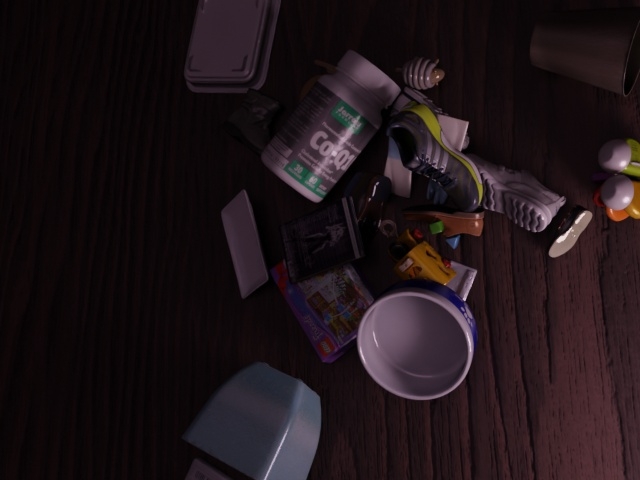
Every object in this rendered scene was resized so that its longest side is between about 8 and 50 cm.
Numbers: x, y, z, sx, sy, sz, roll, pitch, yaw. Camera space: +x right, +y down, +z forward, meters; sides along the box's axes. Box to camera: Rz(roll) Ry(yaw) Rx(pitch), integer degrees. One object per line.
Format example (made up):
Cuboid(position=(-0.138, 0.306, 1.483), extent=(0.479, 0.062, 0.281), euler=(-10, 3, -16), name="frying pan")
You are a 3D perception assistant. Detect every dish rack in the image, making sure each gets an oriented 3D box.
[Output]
Cuboid(position=(-0.274, -0.605, 2.199), extent=(0.286, 0.072, 0.332), euler=(6, 81, 27), name="dish rack")

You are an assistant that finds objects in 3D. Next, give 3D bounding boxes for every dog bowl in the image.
Cuboid(position=(0.222, 0.225, 1.706), extent=(0.265, 0.104, 0.264), euler=(6, 108, 20), name="dog bowl")

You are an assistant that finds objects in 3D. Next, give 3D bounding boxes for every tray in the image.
Cuboid(position=(-0.200, 0.010, 2.029), extent=(0.145, 0.030, 0.270), euler=(-38, 62, 48), name="tray")

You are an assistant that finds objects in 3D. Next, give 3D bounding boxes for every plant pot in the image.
Cuboid(position=(-0.133, 0.446, 1.818), extent=(0.247, 0.248, 0.252), euler=(20, 72, 28), name="plant pot")

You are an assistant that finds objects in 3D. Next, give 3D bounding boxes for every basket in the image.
Cuboid(position=(0.610, -0.446, 1.704), extent=(0.227, 0.154, 0.204), euler=(16, 88, 31), name="basket")

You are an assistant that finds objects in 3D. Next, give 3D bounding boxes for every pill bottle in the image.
Cuboid(position=(0.028, -0.294, 1.911), extent=(0.204, 0.204, 0.361), euler=(42, 99, 26), name="pill bottle")

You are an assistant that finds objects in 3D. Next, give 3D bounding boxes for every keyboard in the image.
Cuboid(position=(0.297, 0.177, 1.793), extent=(0.072, 0.014, 0.255), euler=(22, 88, 33), name="keyboard")

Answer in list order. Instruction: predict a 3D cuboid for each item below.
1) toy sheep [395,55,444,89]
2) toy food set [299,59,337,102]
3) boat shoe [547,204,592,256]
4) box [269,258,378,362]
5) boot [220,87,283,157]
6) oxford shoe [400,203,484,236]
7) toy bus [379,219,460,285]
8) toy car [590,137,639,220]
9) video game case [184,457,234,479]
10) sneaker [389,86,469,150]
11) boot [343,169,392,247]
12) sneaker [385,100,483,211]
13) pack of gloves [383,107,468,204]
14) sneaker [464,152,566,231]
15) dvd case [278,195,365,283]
Cuboid(position=(0.254, -0.429, 1.903), extent=(0.132, 0.091, 0.091), euler=(11, 84, 31), name="toy sheep")
Cuboid(position=(0.000, -0.391, 2.045), extent=(0.132, 0.039, 0.192), euler=(32, 104, 33), name="toy food set")
Cuboid(position=(0.561, -0.020, 1.694), extent=(0.133, 0.049, 0.042), euler=(-56, 30, 15), name="boat shoe")
Cuboid(position=(0.020, 0.136, 1.905), extent=(0.201, 0.057, 0.293), euler=(-38, 66, 13), name="box")
Cuboid(position=(-0.155, -0.323, 2.079), extent=(0.246, 0.083, 0.161), euler=(38, 90, 25), name="boot")
Cuboid(position=(0.292, -0.046, 1.813), extent=(0.212, 0.076, 0.076), euler=(9, 113, 32), name="oxford shoe")
Cuboid(position=(0.222, 0.052, 1.769), extent=(0.202, 0.104, 0.190), euler=(1, 101, 25), name="toy bus")
Cuboid(position=(0.657, -0.130, 1.629), extent=(0.136, 0.159, 0.181), euler=(-20, 67, 59), name="toy car")
Cuboid(position=(-0.258, 0.774, 1.915), extent=(0.329, 0.036, 0.299), euler=(25, 90, 27), name="video game case")
Cuboid(position=(0.275, -0.288, 1.872), extent=(0.235, 0.090, 0.094), euler=(48, 113, 29), name="sneaker")
Cuboid(position=(0.103, -0.077, 1.919), extent=(0.106, 0.082, 0.219), euler=(36, 105, 51), name="boot")
Cuboid(position=(0.258, -0.181, 1.740), extent=(0.300, 0.121, 0.111), euler=(51, 144, 7), name="sneaker")
Cuboid(position=(0.261, -0.211, 1.841), extent=(0.195, 0.046, 0.232), euler=(19, 119, 24), name="pack of gloves")
Cuboid(position=(0.446, -0.124, 1.757), extent=(0.115, 0.105, 0.281), euler=(-32, 55, -24), name="sneaker")
Cuboid(position=(0.000, 0.000, 1.895), extent=(0.221, 0.018, 0.164), euler=(-23, 68, 25), name="dvd case")
